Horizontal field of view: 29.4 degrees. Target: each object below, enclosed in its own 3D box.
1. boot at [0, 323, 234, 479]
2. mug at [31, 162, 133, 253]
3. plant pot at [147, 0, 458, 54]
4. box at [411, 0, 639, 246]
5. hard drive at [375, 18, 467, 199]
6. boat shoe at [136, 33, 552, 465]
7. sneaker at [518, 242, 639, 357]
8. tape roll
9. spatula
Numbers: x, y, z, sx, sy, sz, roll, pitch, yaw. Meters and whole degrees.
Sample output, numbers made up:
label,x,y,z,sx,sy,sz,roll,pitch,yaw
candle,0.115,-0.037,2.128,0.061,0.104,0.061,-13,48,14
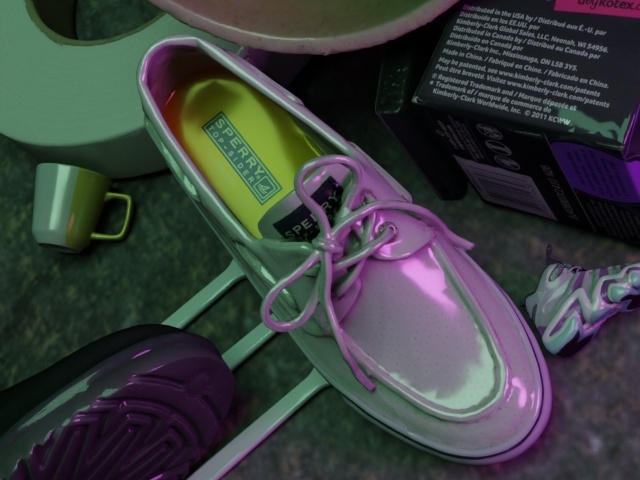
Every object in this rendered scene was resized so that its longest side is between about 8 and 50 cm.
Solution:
label,x,y,z,sx,sy,sz,roll,pitch,yaw
boot,-0.311,0.070,0.952,0.367,0.146,0.445,-42,53,4
mug,-0.200,-0.024,0.990,0.078,0.062,0.064,3,76,33
plant pot,0.010,-0.345,0.810,0.333,0.334,0.305,-3,36,23
box,0.196,-0.156,0.803,0.143,0.165,0.270,19,76,30
hard drive,0.077,-0.099,0.850,0.022,0.135,0.094,0,67,25
boat shoe,0.006,-0.007,0.790,0.136,0.156,0.367,-40,73,0
sneaker,0.175,0.024,0.807,0.098,0.038,0.069,-37,58,5
tape roll,-0.152,-0.240,1.049,0.392,0.072,0.392,-11,64,23
spatula,-0.055,0.081,0.898,0.242,0.019,0.168,-41,58,3
